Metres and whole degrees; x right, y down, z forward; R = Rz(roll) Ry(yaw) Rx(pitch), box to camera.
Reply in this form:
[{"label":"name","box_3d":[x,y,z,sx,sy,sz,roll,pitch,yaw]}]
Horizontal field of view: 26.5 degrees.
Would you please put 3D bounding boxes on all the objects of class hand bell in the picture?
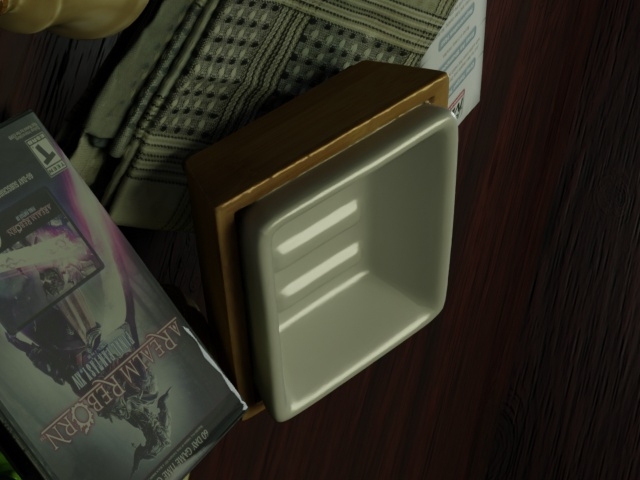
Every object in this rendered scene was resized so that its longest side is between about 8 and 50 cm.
[{"label":"hand bell","box_3d":[-0.204,-0.141,0.816,0.242,0.126,0.126,-57,151,-57]}]

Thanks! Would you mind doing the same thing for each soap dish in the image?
[{"label":"soap dish","box_3d":[0.000,0.000,1.154,0.229,0.118,0.291,-32,146,-23]}]

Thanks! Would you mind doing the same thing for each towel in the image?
[{"label":"towel","box_3d":[-0.037,-0.135,1.109,0.324,0.056,0.312,12,118,-52]}]

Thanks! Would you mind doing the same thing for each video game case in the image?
[{"label":"video game case","box_3d":[-0.178,0.056,0.923,0.274,0.026,0.196,54,35,-5]}]

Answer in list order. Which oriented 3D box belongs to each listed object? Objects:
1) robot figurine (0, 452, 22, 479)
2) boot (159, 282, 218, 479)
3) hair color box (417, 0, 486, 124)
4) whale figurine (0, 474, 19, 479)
[{"label":"robot figurine","box_3d":[-0.224,0.182,1.045,0.115,0.067,0.101,49,27,-63]},{"label":"boot","box_3d":[-0.171,0.075,1.081,0.262,0.095,0.203,-83,152,-52]},{"label":"hair color box","box_3d":[0.103,-0.273,1.514,0.185,0.114,0.374,-51,150,-40]},{"label":"whale figurine","box_3d":[-0.187,0.227,0.947,0.272,0.216,0.141,0,81,-33]}]
